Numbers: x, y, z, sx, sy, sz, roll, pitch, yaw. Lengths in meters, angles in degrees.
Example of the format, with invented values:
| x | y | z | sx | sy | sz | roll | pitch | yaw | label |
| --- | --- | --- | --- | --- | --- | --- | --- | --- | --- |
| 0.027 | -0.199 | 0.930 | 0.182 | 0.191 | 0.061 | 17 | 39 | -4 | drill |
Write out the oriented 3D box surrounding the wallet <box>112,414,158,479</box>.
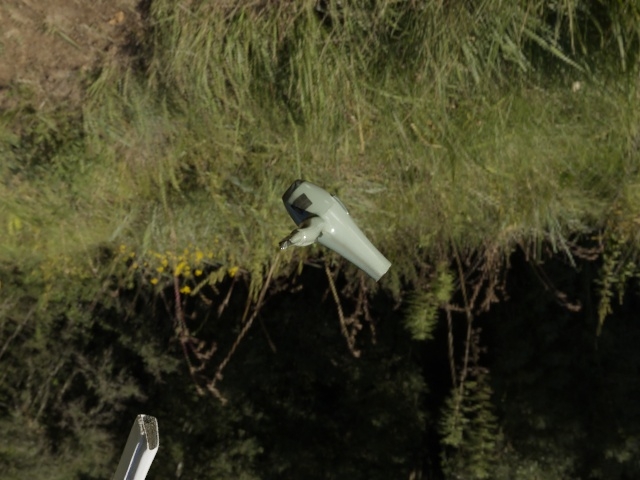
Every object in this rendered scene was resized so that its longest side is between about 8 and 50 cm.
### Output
| x | y | z | sx | sy | sz | roll | pitch | yaw | label |
| --- | --- | --- | --- | --- | --- | --- | --- | --- | --- |
| -0.202 | 0.252 | 0.720 | 0.025 | 0.061 | 0.122 | 16 | 106 | -29 | wallet |

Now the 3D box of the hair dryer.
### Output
| x | y | z | sx | sy | sz | roll | pitch | yaw | label |
| --- | --- | --- | --- | --- | --- | --- | --- | --- | --- |
| 0.028 | 0.015 | 1.145 | 0.229 | 0.267 | 0.092 | 35 | 112 | -16 | hair dryer |
